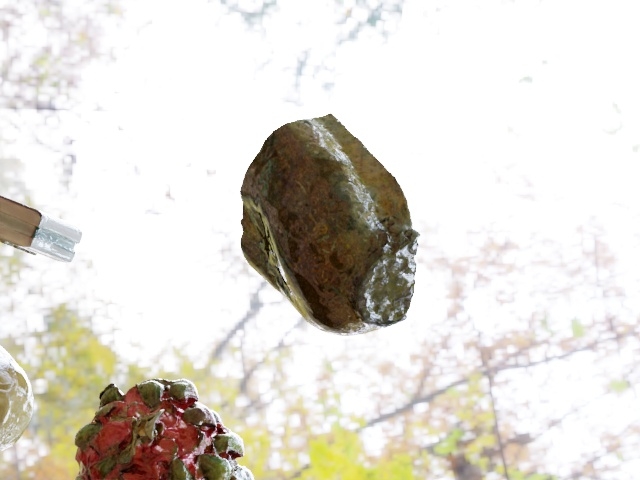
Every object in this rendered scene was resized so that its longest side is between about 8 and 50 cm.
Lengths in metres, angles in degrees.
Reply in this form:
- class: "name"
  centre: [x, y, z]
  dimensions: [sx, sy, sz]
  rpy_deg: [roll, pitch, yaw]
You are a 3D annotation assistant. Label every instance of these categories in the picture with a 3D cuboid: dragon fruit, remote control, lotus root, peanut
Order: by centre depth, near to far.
- class: "peanut"
  centre: [-0.360, 0.150, 1.375]
  dimensions: [0.109, 0.140, 0.159]
  rpy_deg: [-49, -132, -2]
- class: "remote control"
  centre: [-0.440, -0.043, 1.701]
  dimensions: [0.277, 0.103, 0.056]
  rpy_deg: [20, -95, 22]
- class: "lotus root"
  centre: [0.004, 0.017, 1.796]
  dimensions: [0.260, 0.149, 0.267]
  rpy_deg: [51, -36, 41]
- class: "dragon fruit"
  centre: [-0.218, 0.327, 1.908]
  dimensions: [0.237, 0.303, 0.231]
  rpy_deg: [-33, -136, 8]
